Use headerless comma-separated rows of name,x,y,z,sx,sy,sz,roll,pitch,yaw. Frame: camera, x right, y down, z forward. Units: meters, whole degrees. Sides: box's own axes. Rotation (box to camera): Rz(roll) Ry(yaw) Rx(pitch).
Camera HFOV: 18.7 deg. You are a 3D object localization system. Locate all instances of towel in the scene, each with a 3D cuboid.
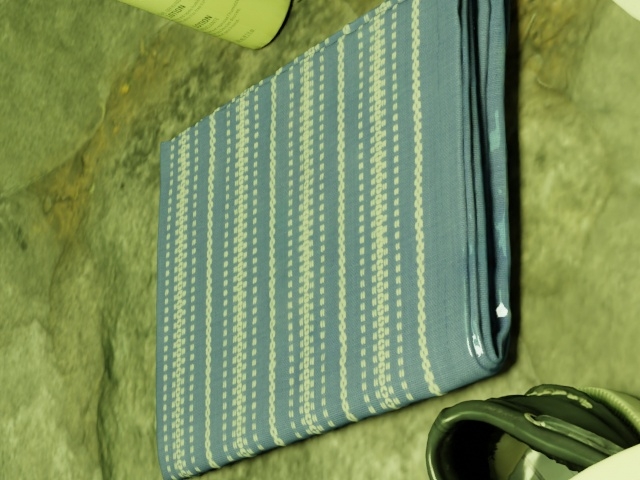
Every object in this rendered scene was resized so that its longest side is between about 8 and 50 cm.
towel,0.000,0.000,1.163,0.336,0.040,0.243,-25,59,51

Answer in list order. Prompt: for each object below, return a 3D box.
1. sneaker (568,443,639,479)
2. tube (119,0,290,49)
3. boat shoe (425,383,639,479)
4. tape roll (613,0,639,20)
sneaker,0.221,0.130,0.646,0.350,0.131,0.148,-17,66,31
tube,-0.133,-0.182,1.232,0.070,0.240,0.062,-61,34,18
boat shoe,0.143,0.174,0.811,0.127,0.113,0.340,-56,38,25
tape roll,0.251,-0.260,0.868,0.392,0.072,0.392,-26,57,49
